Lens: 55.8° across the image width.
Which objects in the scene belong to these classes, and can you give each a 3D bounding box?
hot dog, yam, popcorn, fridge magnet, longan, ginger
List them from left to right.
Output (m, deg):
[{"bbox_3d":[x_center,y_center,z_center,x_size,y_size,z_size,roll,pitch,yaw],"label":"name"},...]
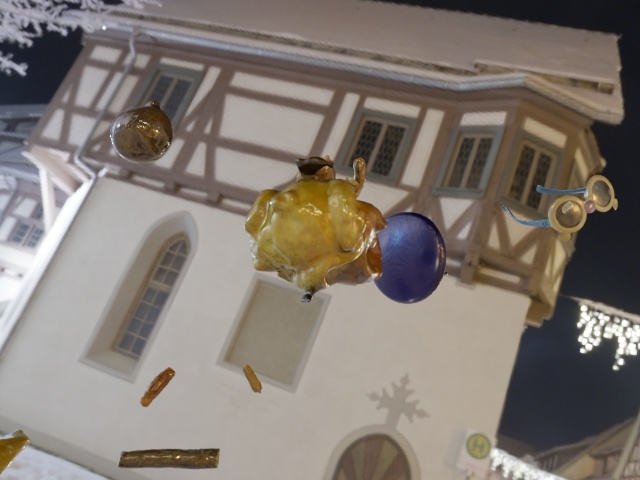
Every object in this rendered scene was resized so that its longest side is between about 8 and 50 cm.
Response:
[{"bbox_3d":[-0.520,-0.323,1.771,0.184,0.205,0.159,11,-22,10],"label":"longan"},{"bbox_3d":[-0.467,0.416,1.730,0.044,0.137,0.028,44,-38,-4],"label":"hot dog"},{"bbox_3d":[-0.414,0.600,1.664,0.273,0.061,0.061,6,-15,-16],"label":"yam"},{"bbox_3d":[0.000,0.000,1.249,0.315,0.281,0.297,23,-25,-23],"label":"popcorn"},{"bbox_3d":[0.039,-0.133,1.418,0.052,0.193,0.176,36,-31,46],"label":"ginger"},{"bbox_3d":[0.250,0.050,1.745,0.265,0.266,0.112,3,-1,43],"label":"fridge magnet"}]

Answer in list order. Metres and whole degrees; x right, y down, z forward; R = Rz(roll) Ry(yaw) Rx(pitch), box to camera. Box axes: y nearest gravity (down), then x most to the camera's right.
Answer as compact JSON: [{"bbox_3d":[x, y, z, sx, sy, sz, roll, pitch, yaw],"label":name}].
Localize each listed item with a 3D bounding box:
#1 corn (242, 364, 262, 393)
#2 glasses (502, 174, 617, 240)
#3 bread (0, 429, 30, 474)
[{"bbox_3d":[-0.176,0.361,1.569,0.083,0.027,0.028,58,-41,15],"label":"corn"},{"bbox_3d":[0.527,-0.099,1.374,0.220,0.189,0.088,30,-35,57],"label":"glasses"},{"bbox_3d":[-0.923,0.649,1.560,0.233,0.245,0.361,-26,-17,22],"label":"bread"}]
